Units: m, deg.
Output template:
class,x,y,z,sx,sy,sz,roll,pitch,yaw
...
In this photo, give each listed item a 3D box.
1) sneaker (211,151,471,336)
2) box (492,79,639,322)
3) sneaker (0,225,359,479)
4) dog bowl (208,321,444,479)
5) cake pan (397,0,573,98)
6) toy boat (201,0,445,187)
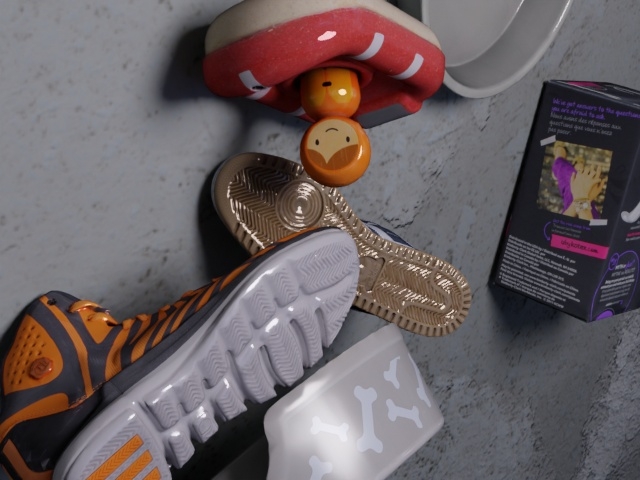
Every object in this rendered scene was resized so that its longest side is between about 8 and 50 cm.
class,x,y,z,sx,sy,sz,roll,pitch,yaw
sneaker,0.000,0.000,1.137,0.282,0.153,0.099,30,89,-24
box,0.343,-0.054,1.473,0.165,0.143,0.270,-7,116,-51
sneaker,-0.126,0.070,0.930,0.321,0.180,0.124,-37,134,-28
dog bowl,-0.035,0.223,1.058,0.349,0.102,0.349,-39,171,-7
cake pan,0.177,-0.292,1.200,0.293,0.054,0.293,-29,131,-39
toy boat,0.007,-0.118,0.984,0.231,0.151,0.151,14,66,-53
